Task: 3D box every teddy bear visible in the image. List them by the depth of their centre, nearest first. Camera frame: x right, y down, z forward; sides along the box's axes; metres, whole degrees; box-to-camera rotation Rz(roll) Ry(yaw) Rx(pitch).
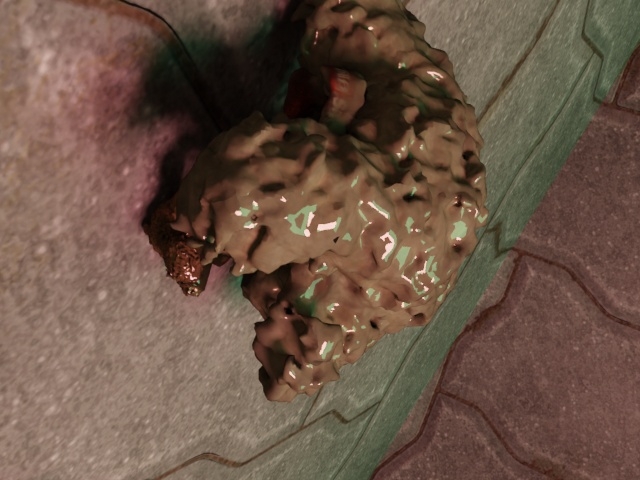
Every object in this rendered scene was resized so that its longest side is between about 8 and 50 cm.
[{"bbox_3d":[-0.117,-0.008,0.652,0.160,0.078,0.119,15,85,-84],"label":"teddy bear"},{"bbox_3d":[0.000,0.000,0.656,0.357,0.224,0.367,-70,-173,-46],"label":"teddy bear"}]
